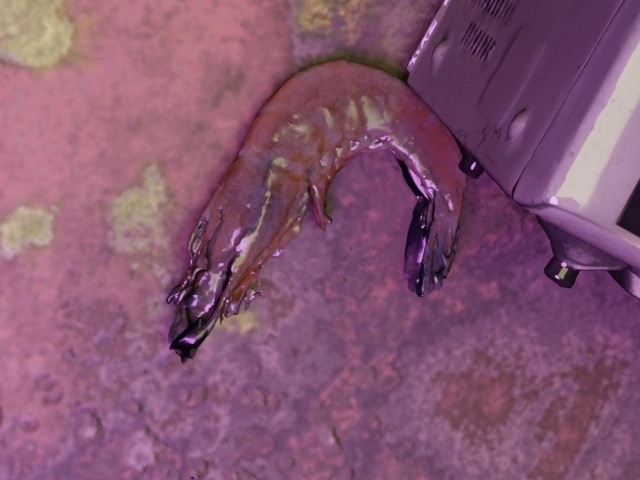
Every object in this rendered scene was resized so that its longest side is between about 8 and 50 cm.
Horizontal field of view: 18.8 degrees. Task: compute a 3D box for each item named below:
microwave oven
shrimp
[{"bbox_3d":[0.283,-0.048,1.084,0.394,0.333,0.247,27,100,-17],"label":"microwave oven"},{"bbox_3d":[0.000,0.000,1.175,0.152,0.046,0.219,36,80,-9],"label":"shrimp"}]
